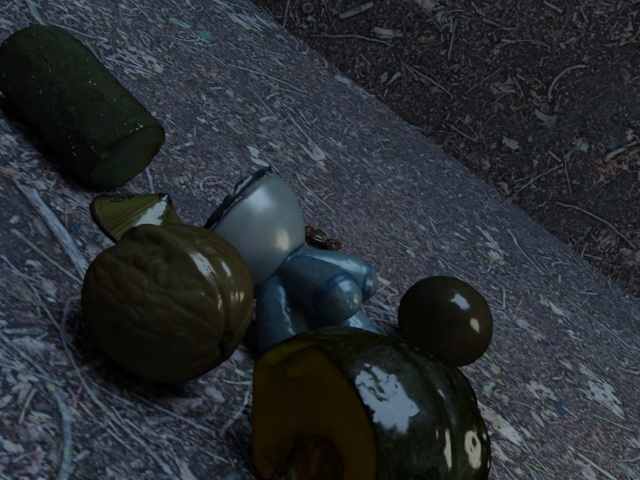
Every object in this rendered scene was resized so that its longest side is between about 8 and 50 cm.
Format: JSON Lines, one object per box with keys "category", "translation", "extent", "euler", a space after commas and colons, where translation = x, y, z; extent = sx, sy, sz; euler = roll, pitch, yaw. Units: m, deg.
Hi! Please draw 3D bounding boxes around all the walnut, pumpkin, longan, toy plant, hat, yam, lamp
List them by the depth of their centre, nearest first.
{"category": "pumpkin", "translation": [0.064, 0.251, 1.602], "extent": [0.303, 0.256, 0.225], "euler": [31, 15, 39]}
{"category": "walnut", "translation": [-0.201, 0.076, 1.636], "extent": [0.228, 0.228, 0.228], "euler": [32, 19, -12]}
{"category": "toy plant", "translation": [-0.035, 0.075, 1.923], "extent": [0.332, 0.247, 0.247], "euler": [42, 19, 6]}
{"category": "hat", "translation": [-0.267, -0.042, 2.002], "extent": [0.193, 0.082, 0.193], "euler": [30, 20, -12]}
{"category": "yam", "translation": [-0.403, -0.222, 2.077], "extent": [0.304, 0.168, 0.168], "euler": [45, 21, 26]}
{"category": "longan", "translation": [0.224, 0.151, 2.290], "extent": [0.185, 0.159, 0.204], "euler": [47, -24, -18]}
{"category": "lamp", "translation": [0.000, 0.000, 2.447], "extent": [0.083, 0.031, 0.063], "euler": [33, 17, 4]}

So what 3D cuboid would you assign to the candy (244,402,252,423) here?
{"category": "candy", "translation": [-0.077, 0.252, 1.708], "extent": [0.083, 0.020, 0.030], "euler": [44, 19, 25]}
